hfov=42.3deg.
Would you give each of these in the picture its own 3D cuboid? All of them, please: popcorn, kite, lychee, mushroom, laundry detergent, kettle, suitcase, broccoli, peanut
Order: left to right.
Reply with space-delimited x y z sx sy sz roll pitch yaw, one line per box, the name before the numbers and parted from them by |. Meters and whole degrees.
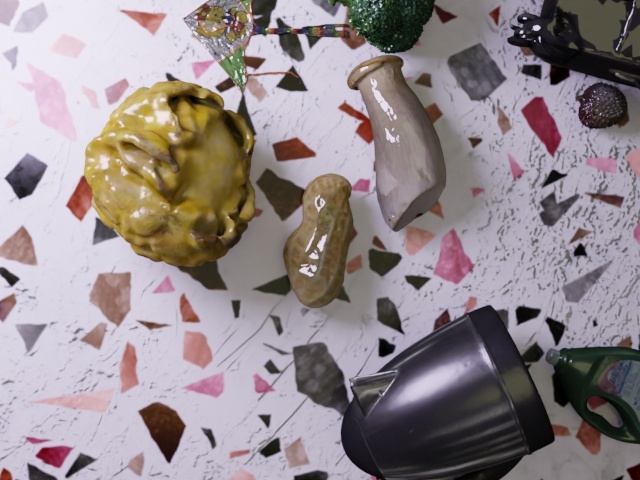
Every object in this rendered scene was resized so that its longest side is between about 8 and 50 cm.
popcorn | -0.196 -0.090 1.094 0.250 0.190 0.250 11 71 -32
kite | -0.080 -0.305 1.204 0.244 0.006 0.198 4 90 -5
peanut | -0.001 0.000 1.177 0.093 0.083 0.194 5 84 30
broccoli | 0.085 -0.355 1.146 0.156 0.195 0.196 14 89 15
mushroom | 0.116 -0.141 1.180 0.096 0.108 0.247 -19 95 -42
kettle | 0.160 0.242 1.158 0.271 0.251 0.207 -24 62 3
lychee | 0.414 -0.198 1.221 0.083 0.068 0.067 7 131 -8
laundry detergent | 0.429 0.219 1.225 0.210 0.063 0.137 21 95 -5
suitcase | 0.499 -0.337 1.148 0.433 0.194 0.283 14 94 4
